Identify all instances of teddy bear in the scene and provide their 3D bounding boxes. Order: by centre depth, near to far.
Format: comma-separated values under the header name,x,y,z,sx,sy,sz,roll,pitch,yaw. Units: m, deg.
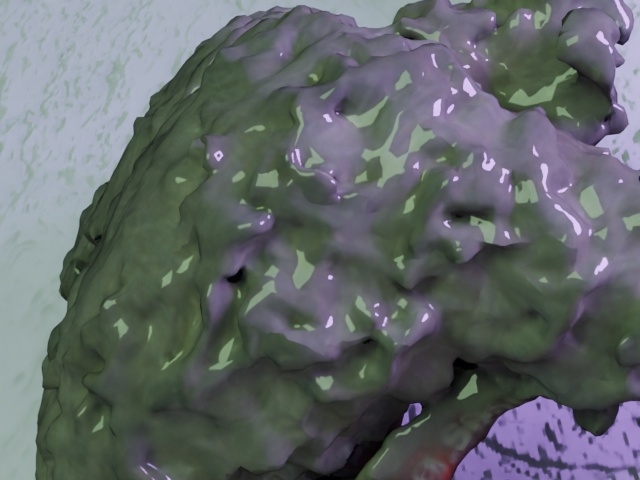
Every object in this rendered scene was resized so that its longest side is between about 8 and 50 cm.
name,x,y,z,sx,sy,sz,roll,pitch,yaw
teddy bear,0.000,0.000,0.748,0.357,0.224,0.367,-39,20,14
